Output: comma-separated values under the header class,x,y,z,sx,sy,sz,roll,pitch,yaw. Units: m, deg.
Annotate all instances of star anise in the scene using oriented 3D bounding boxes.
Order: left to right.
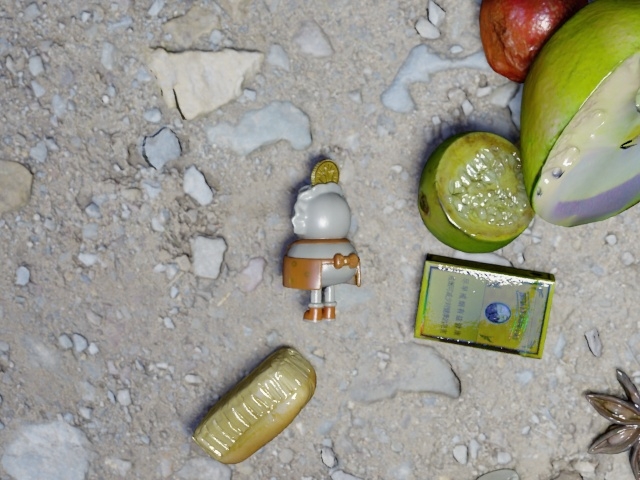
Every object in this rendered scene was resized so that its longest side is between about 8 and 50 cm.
class,x,y,z,sx,sy,sz,roll,pitch,yaw
star anise,0.552,0.317,1.748,0.212,0.073,0.197,4,99,11

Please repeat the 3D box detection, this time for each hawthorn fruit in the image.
class,x,y,z,sx,sy,sz,roll,pitch,yaw
hawthorn fruit,0.322,-0.333,1.598,0.173,0.173,0.179,33,128,1

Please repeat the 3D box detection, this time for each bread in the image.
class,x,y,z,sx,sy,sz,roll,pitch,yaw
bread,-0.110,0.295,1.817,0.236,0.140,0.106,-41,97,18

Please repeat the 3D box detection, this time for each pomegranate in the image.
class,x,y,z,sx,sy,sz,roll,pitch,yaw
pomegranate,0.255,-0.094,1.675,0.190,0.159,0.241,31,77,-7

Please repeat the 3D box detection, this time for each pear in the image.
class,x,y,z,sx,sy,sz,roll,pitch,yaw
pear,0.434,-0.216,1.545,0.399,0.399,0.165,-43,57,15

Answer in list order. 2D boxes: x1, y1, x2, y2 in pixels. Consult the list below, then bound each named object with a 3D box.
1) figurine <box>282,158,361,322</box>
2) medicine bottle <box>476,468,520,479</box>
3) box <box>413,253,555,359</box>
class,x,y,z,sx,sy,sz,roll,pitch,yaw
figurine,0.006,0.004,1.739,0.143,0.143,0.271,14,105,6
medicine bottle,0.333,0.501,1.817,0.086,0.086,0.183,-16,99,12
box,0.276,0.111,1.754,0.220,0.064,0.141,10,103,6
